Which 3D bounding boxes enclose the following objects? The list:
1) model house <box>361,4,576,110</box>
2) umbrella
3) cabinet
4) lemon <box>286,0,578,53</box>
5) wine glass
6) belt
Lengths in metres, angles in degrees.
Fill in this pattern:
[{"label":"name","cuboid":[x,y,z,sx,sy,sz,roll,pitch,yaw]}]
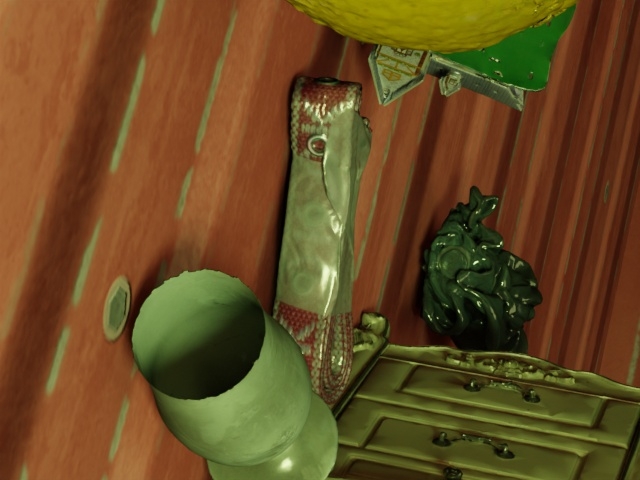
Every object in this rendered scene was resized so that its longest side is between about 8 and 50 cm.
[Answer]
[{"label":"model house","cuboid":[0.091,-0.153,1.328,0.088,0.167,0.117,110,-1,-59]},{"label":"umbrella","cuboid":[0.163,0.055,1.755,0.349,0.094,0.143,50,56,-71]},{"label":"cabinet","cuboid":[0.117,0.221,1.354,0.318,0.289,0.228,-46,142,-63]},{"label":"lemon","cuboid":[0.061,-0.238,0.967,0.310,0.257,0.258,70,33,-71]},{"label":"wine glass","cuboid":[-0.049,0.090,1.074,0.202,0.092,0.093,69,35,-65]},{"label":"belt","cuboid":[0.000,0.000,1.255,0.071,0.053,0.232,-25,123,-61]}]
